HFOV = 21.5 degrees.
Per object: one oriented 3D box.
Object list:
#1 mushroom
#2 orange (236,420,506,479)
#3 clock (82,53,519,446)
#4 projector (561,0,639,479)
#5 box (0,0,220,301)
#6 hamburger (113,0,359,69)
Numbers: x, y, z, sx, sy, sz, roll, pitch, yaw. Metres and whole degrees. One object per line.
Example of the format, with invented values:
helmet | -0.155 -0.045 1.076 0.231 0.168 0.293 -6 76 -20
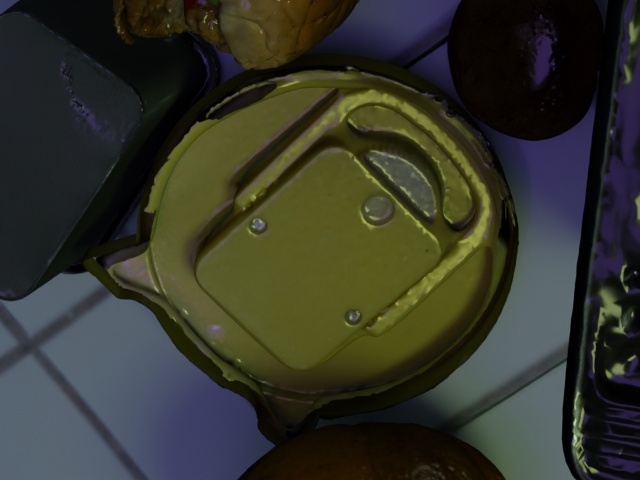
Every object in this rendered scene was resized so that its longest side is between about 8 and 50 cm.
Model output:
mushroom | 0.143 -0.132 1.178 0.127 0.087 0.127 8 103 35
orange | 0.032 0.224 1.241 0.240 0.240 0.171 -17 65 18
clock | 0.001 -0.003 1.249 0.293 0.071 0.277 -34 109 16
projector | 0.284 -0.081 0.976 0.242 0.405 0.395 9 109 11
box | -0.203 -0.077 1.242 0.163 0.135 0.243 37 112 -1
hamburger | -0.033 -0.225 1.107 0.163 0.244 0.244 17 111 4
